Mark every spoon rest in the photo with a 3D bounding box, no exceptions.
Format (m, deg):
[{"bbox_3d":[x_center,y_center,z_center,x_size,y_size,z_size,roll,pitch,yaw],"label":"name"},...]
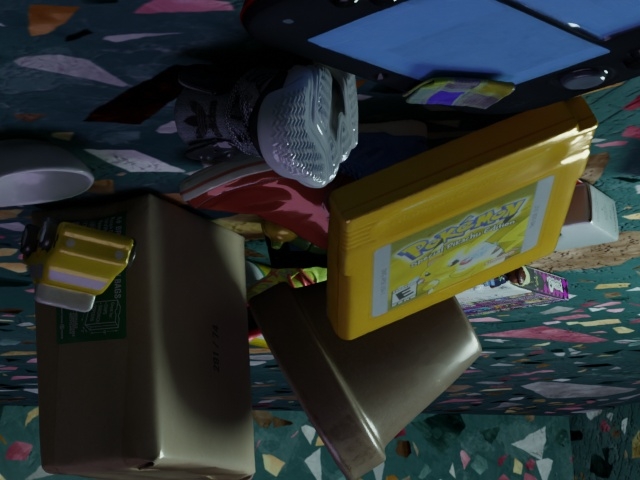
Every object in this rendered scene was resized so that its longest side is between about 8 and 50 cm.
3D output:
[{"bbox_3d":[-0.371,-0.058,1.633,0.276,0.084,0.137,1,167,-15],"label":"spoon rest"}]

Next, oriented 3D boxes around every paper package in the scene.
[{"bbox_3d":[-0.212,0.133,1.962,0.168,0.325,0.309,-7,167,18],"label":"paper package"}]

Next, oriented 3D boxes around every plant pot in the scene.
[{"bbox_3d":[0.069,0.132,1.979,0.229,0.263,0.263,-29,166,0],"label":"plant pot"}]

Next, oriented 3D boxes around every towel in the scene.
[{"bbox_3d":[0.119,-0.126,1.359,0.083,0.009,0.060,3,167,-26],"label":"towel"}]

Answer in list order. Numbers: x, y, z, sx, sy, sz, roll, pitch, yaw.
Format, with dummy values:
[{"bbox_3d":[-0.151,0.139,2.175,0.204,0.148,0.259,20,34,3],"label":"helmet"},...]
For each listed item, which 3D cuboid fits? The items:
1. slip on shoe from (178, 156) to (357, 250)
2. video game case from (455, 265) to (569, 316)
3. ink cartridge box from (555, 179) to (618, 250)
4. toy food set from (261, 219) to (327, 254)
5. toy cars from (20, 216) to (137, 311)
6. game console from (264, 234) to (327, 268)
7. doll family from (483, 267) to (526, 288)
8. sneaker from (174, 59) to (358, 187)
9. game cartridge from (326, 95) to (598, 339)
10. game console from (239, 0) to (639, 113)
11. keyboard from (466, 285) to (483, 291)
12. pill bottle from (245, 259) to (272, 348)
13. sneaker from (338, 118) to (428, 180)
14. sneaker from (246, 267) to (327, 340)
[{"bbox_3d":[0.004,-0.040,1.761,0.331,0.101,0.123,4,167,-27],"label":"slip on shoe"},{"bbox_3d":[0.237,0.080,2.471,0.232,0.042,0.210,-12,164,33],"label":"video game case"},{"bbox_3d":[0.204,-0.026,1.967,0.275,0.060,0.239,-9,167,25],"label":"ink cartridge box"},{"bbox_3d":[0.022,-0.002,1.893,0.218,0.071,0.128,15,164,-13],"label":"toy food set"},{"bbox_3d":[-0.364,0.020,1.780,0.393,0.087,0.176,7,169,27],"label":"toy cars"},{"bbox_3d":[0.000,0.000,2.007,0.122,0.107,0.071,2,137,-17],"label":"game console"},{"bbox_3d":[0.221,0.029,2.193,0.111,0.076,0.193,-10,171,10],"label":"doll family"},{"bbox_3d":[-0.058,-0.101,1.360,0.153,0.101,0.268,-2,-169,11],"label":"sneaker"},{"bbox_3d":[0.142,-0.018,1.686,0.285,0.053,0.324,-23,159,-9],"label":"game cartridge"},{"bbox_3d":[0.166,-0.185,1.236,0.342,0.060,0.386,-10,166,39],"label":"game console"},{"bbox_3d":[0.120,0.047,2.292,0.256,0.014,0.072,0,136,-15],"label":"keyboard"},{"bbox_3d":[-0.082,0.096,2.299,0.117,0.118,0.208,-10,165,28],"label":"pill bottle"},{"bbox_3d":[0.038,-0.075,1.651,0.152,0.085,0.058,-5,167,7],"label":"sneaker"},{"bbox_3d":[-0.050,0.075,2.117,0.208,0.081,0.094,-38,-160,14],"label":"sneaker"}]
